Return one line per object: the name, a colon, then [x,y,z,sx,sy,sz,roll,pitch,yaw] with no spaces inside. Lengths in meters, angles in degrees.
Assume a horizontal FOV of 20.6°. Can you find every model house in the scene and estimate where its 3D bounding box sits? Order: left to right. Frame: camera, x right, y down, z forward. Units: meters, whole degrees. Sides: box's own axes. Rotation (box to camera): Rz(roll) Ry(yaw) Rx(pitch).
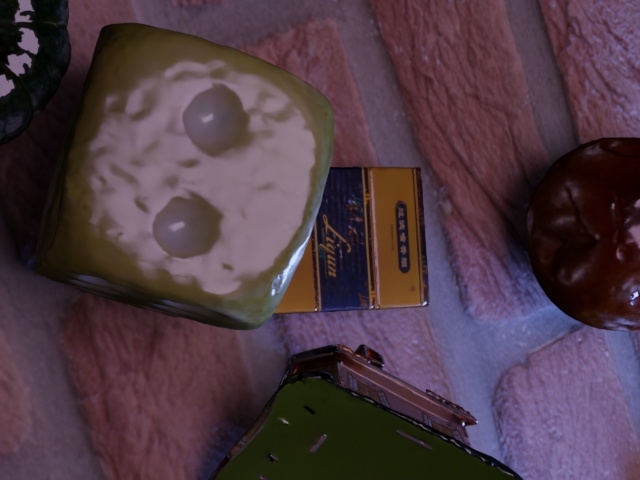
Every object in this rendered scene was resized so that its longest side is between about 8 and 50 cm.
model house: [0.039,0.224,1.830,0.294,0.154,0.207,29,113,-21]

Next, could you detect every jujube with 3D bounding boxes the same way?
jujube: [0.380,-0.009,2.036,0.318,0.223,0.223,-4,88,-43]

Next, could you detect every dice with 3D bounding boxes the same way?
dice: [-0.130,-0.053,1.621,0.227,0.238,0.233,18,83,-12]

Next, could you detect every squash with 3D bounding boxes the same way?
squash: [-0.346,-0.194,1.560,0.252,0.165,0.252,2,87,-37]

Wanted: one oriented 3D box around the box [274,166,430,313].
box: [0.000,0.000,1.845,0.237,0.070,0.152,-1,86,-33]
